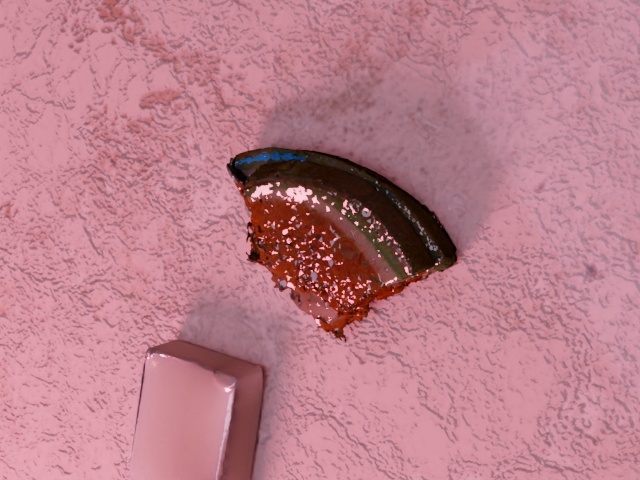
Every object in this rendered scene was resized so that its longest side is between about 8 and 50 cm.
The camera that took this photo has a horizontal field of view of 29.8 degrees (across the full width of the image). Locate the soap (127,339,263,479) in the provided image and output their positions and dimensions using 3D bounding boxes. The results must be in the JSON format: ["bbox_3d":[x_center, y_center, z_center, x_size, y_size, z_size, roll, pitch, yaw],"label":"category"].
[{"bbox_3d":[-0.131,0.206,1.237,0.121,0.064,0.183,15,103,27],"label":"soap"}]

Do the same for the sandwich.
[{"bbox_3d":[-0.003,-0.010,1.132,0.235,0.079,0.159,43,114,17],"label":"sandwich"}]
